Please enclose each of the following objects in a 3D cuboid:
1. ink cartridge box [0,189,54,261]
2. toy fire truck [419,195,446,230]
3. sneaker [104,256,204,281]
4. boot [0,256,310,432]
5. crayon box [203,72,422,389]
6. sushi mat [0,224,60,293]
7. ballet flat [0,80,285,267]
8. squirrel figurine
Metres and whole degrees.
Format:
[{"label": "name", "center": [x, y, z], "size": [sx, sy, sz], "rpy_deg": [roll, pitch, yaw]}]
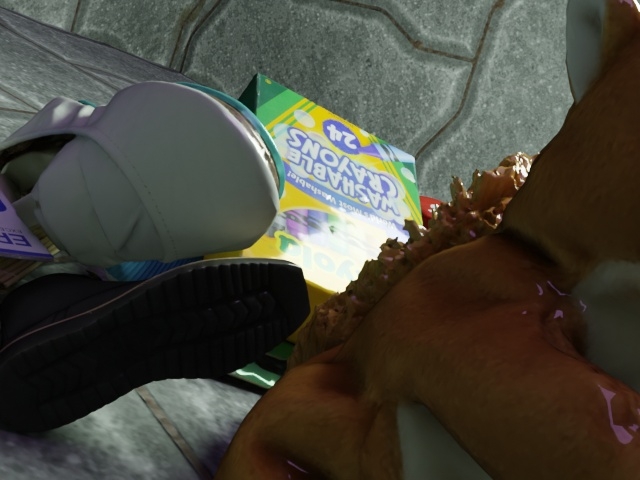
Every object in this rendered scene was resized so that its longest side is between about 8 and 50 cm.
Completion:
[{"label": "ink cartridge box", "center": [-0.378, -0.057, 0.556], "size": [0.304, 0.072, 0.307], "rpy_deg": [9, 26, -46]}, {"label": "toy fire truck", "center": [0.042, 0.023, 0.994], "size": [0.302, 0.169, 0.254], "rpy_deg": [28, 19, 8]}, {"label": "sneaker", "center": [-0.147, 0.014, 0.821], "size": [0.092, 0.087, 0.229], "rpy_deg": [12, 6, 19]}, {"label": "boot", "center": [-0.119, 0.038, 0.559], "size": [0.198, 0.076, 0.137], "rpy_deg": [-14, 22, -18]}, {"label": "crayon box", "center": [0.000, 0.000, 0.805], "size": [0.203, 0.083, 0.322], "rpy_deg": [25, 39, -23]}, {"label": "sushi mat", "center": [-0.300, -0.025, 0.771], "size": [0.152, 0.019, 0.316], "rpy_deg": [27, 11, -5]}, {"label": "ballet flat", "center": [-0.169, -0.040, 0.648], "size": [0.139, 0.139, 0.400], "rpy_deg": [20, -2, -34]}, {"label": "squirrel figurine", "center": [0.120, 0.043, 0.507], "size": [0.281, 0.370, 0.397], "rpy_deg": [24, 11, -12]}]
